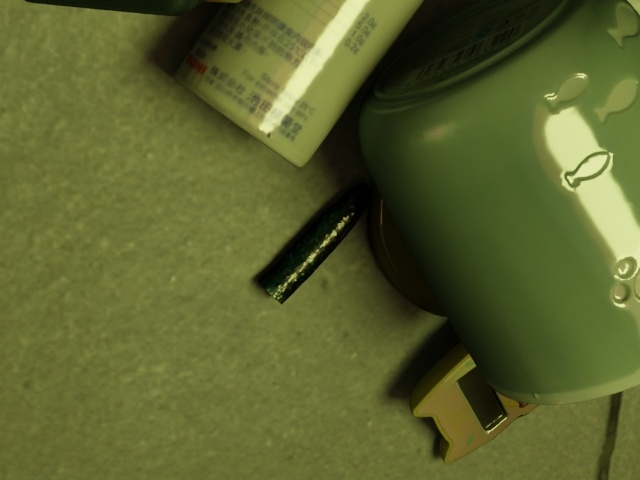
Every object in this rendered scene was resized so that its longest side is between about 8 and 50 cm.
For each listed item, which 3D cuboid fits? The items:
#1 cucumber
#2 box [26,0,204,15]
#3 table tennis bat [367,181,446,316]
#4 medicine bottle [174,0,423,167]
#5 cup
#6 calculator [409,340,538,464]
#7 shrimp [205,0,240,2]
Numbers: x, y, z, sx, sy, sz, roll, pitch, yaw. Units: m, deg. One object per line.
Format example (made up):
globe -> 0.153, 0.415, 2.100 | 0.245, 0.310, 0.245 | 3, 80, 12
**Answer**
cucumber -> 0.000, 0.000, 1.115 | 0.133, 0.032, 0.032 | -46, 120, -4
box -> -0.156, -0.280, 0.883 | 0.050, 0.160, 0.230 | -35, 130, -58
table tennis bat -> 0.217, -0.031, 1.193 | 0.369, 0.054, 0.224 | 3, 106, -20
medicine bottle -> 0.031, -0.230, 0.987 | 0.130, 0.130, 0.341 | 33, 93, -30
cup -> 0.215, -0.081, 1.040 | 0.356, 0.259, 0.274 | -45, 113, -31
calculator -> 0.194, 0.117, 1.219 | 0.236, 0.033, 0.157 | -35, 137, -4
shrimp -> -0.072, -0.322, 0.937 | 0.169, 0.058, 0.296 | 2, 83, 8
